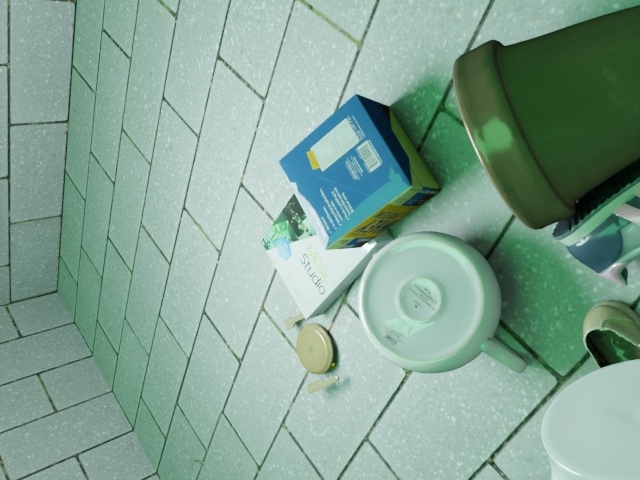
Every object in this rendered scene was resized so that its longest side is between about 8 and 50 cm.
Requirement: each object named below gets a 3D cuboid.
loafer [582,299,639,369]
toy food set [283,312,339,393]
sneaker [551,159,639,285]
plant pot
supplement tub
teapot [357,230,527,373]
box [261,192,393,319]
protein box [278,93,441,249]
[{"bbox_3d":[0.457,0.205,0.793,0.268,0.092,0.101,51,134,26],"label":"loafer"},{"bbox_3d":[-0.012,0.262,1.401,0.132,0.039,0.191,-34,70,41],"label":"toy food set"},{"bbox_3d":[0.460,-0.059,0.725,0.131,0.112,0.319,44,133,-2],"label":"sneaker"},{"bbox_3d":[0.332,-0.172,0.737,0.229,0.263,0.262,-25,82,30],"label":"plant pot"},{"bbox_3d":[0.420,0.331,0.669,0.241,0.241,0.331,-15,108,50],"label":"supplement tub"},{"bbox_3d":[0.201,0.112,0.999,0.253,0.187,0.255,-13,73,23],"label":"teapot"},{"bbox_3d":[0.000,0.000,1.284,0.232,0.059,0.322,58,135,19],"label":"box"},{"bbox_3d":[0.069,-0.119,1.064,0.201,0.136,0.199,-37,72,28],"label":"protein box"}]
